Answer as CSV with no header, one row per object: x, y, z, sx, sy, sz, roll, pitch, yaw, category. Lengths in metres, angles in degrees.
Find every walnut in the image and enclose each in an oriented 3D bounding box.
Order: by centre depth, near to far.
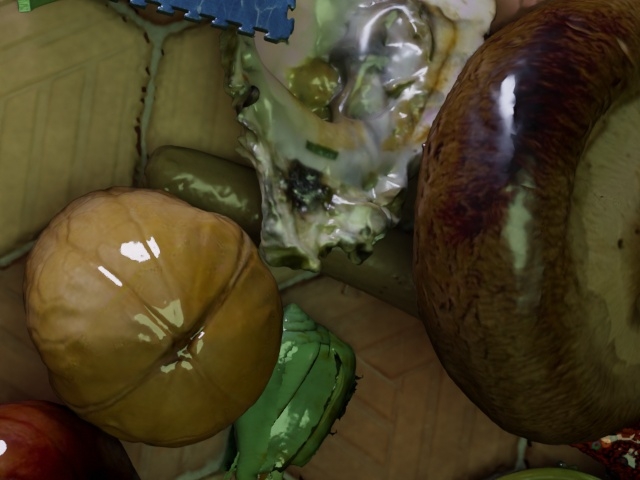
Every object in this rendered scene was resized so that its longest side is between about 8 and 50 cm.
-0.126,0.053,1.399,0.193,0.226,0.193,-7,108,-23,walnut

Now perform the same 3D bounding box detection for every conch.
-0.024,0.130,1.512,0.106,0.079,0.170,8,109,-7,conch

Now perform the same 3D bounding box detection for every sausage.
0.001,-0.002,1.506,0.301,0.066,0.066,23,91,-15,sausage

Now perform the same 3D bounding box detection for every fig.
-0.249,0.237,1.405,0.263,0.224,0.224,-26,100,-6,fig

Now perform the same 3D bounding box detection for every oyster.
0.010,-0.143,1.473,0.201,0.107,0.354,28,69,-17,oyster

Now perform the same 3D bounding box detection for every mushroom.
0.191,-0.017,1.435,0.239,0.345,0.345,-25,103,28,mushroom

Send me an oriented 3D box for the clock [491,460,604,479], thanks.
0.176,0.299,1.577,0.237,0.057,0.237,-1,94,-13,clock

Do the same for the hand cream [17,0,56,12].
-0.149,-0.232,1.461,0.175,0.046,0.095,-8,98,-4,hand cream

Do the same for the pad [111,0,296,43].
-0.137,-0.283,1.391,0.269,0.012,0.269,11,61,-20,pad

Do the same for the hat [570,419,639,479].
0.269,0.179,1.541,0.227,0.129,0.140,14,89,-15,hat
